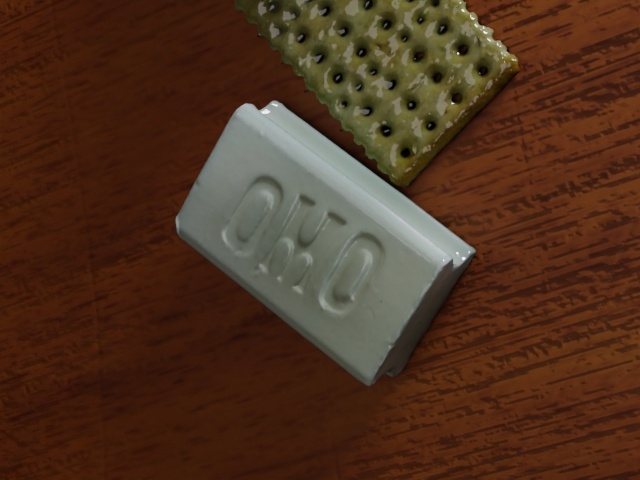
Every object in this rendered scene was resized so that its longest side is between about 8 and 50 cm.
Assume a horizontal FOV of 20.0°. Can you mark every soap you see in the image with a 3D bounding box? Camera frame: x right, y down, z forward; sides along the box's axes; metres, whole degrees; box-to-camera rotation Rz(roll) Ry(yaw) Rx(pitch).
[{"bbox_3d":[0.000,0.000,1.321,0.198,0.066,0.119,38,110,20],"label":"soap"}]

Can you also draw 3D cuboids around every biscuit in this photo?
[{"bbox_3d":[0.026,-0.161,1.318,0.139,0.016,0.231,-47,74,23],"label":"biscuit"}]
